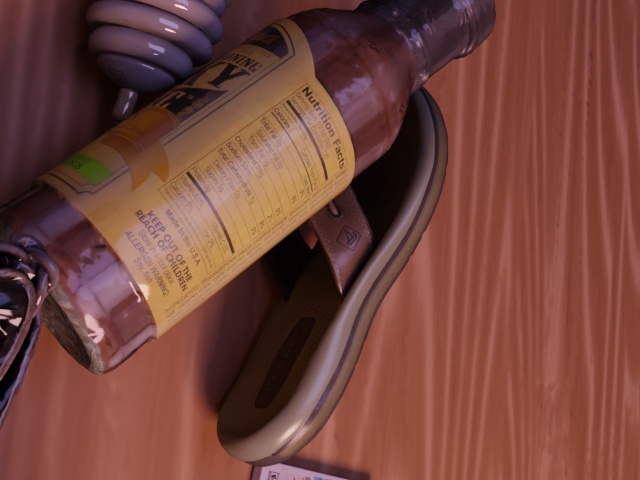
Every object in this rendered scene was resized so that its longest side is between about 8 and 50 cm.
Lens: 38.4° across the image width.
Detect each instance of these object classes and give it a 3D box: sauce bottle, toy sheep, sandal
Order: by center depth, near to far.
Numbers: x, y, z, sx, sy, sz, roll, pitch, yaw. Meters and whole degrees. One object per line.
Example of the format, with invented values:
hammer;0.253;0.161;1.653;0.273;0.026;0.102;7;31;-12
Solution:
sauce bottle;-0.028;-0.066;0.554;0.344;0.111;0.111;-39;114;-26
toy sheep;-0.099;-0.132;0.555;0.091;0.091;0.132;19;79;-41
sandal;0.000;0.001;0.622;0.086;0.120;0.303;35;63;-21

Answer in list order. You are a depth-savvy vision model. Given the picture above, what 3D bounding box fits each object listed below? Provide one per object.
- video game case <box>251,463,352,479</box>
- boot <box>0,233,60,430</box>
video game case;-0.008;0.211;0.662;0.122;0.011;0.087;25;69;-40
boot;-0.169;0.019;0.371;0.091;0.229;0.263;37;62;-35
